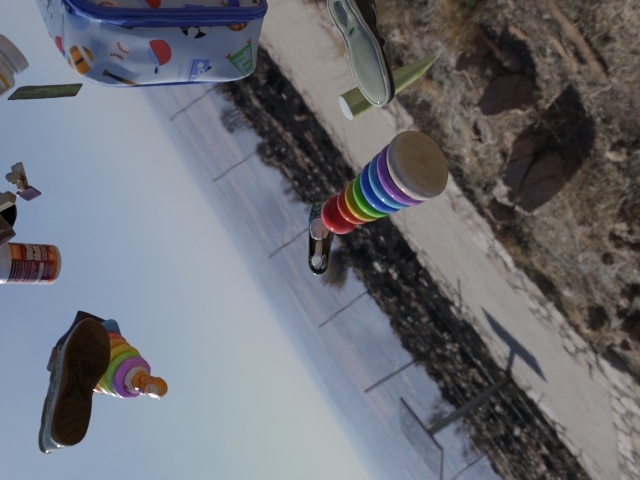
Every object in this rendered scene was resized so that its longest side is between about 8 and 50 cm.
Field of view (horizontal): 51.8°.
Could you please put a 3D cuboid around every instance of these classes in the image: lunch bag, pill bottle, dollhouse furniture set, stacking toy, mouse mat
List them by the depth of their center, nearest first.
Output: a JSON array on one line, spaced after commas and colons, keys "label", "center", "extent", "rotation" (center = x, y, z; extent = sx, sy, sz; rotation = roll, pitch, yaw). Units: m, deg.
[{"label": "lunch bag", "center": [-0.206, -0.301, 0.782], "extent": [0.303, 0.243, 0.115], "rotation": [56, 146, 35]}, {"label": "stacking toy", "center": [0.105, -0.098, 1.363], "extent": [0.330, 0.141, 0.141], "rotation": [-29, 92, 52]}, {"label": "dollhouse furniture set", "center": [-0.662, -0.119, 1.364], "extent": [0.081, 0.114, 0.091], "rotation": [63, -179, 20]}, {"label": "pill bottle", "center": [-0.734, -0.342, 1.404], "extent": [0.117, 0.208, 0.117], "rotation": [36, 160, 15]}, {"label": "stacking toy", "center": [-0.483, 0.331, 1.638], "extent": [0.302, 0.165, 0.175], "rotation": [14, 123, 37]}, {"label": "pill bottle", "center": [-0.883, 0.066, 1.915], "extent": [0.221, 0.121, 0.121], "rotation": [5, -142, -45]}, {"label": "mouse mat", "center": [-0.802, -0.436, 1.926], "extent": [0.152, 0.189, 0.007], "rotation": [-110, 18, -61]}]

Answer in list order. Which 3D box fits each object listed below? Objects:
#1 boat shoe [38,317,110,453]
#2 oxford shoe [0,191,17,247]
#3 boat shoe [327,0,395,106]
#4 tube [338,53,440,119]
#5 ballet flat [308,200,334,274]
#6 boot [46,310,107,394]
[{"label": "boat shoe", "center": [-0.507, 0.286, 1.337], "extent": [0.104, 0.089, 0.285], "rotation": [40, -145, -31]}, {"label": "oxford shoe", "center": [-0.879, -0.083, 1.763], "extent": [0.364, 0.132, 0.130], "rotation": [54, 163, 45]}, {"label": "boat shoe", "center": [0.089, -0.351, 1.168], "extent": [0.084, 0.079, 0.233], "rotation": [-30, 77, 53]}, {"label": "tube", "center": [0.157, -0.351, 1.484], "extent": [0.070, 0.240, 0.062], "rotation": [49, 165, 48]}, {"label": "ballet flat", "center": [0.000, 0.000, 1.586], "extent": [0.070, 0.070, 0.188], "rotation": [-133, 37, -58]}, {"label": "boot", "center": [-0.689, 0.329, 1.962], "extent": [0.248, 0.207, 0.090], "rotation": [17, 161, 26]}]
